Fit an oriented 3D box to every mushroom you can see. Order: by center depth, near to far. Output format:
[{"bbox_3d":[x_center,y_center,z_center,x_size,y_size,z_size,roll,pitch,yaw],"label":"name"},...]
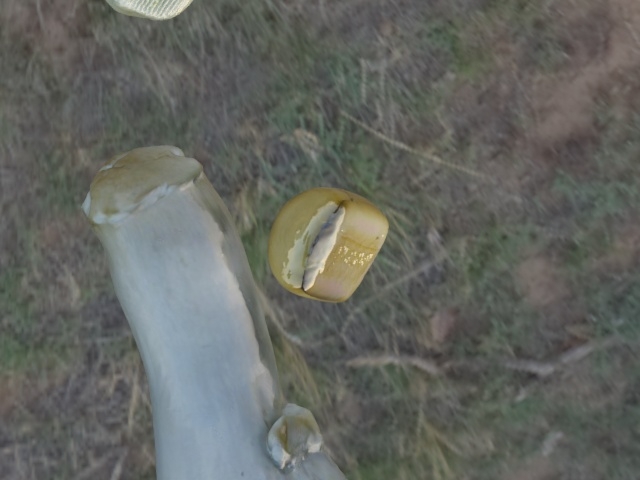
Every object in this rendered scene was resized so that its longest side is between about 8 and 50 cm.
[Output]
[{"bbox_3d":[-0.050,0.090,0.638,0.099,0.096,0.278,-16,85,30],"label":"mushroom"}]

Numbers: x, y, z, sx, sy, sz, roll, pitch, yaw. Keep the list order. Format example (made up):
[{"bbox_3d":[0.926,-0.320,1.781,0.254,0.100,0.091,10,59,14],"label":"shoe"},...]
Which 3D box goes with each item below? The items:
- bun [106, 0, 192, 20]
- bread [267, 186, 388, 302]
[{"bbox_3d":[-0.176,-0.280,1.380,0.115,0.069,0.115,-22,138,-21],"label":"bun"},{"bbox_3d":[0.000,0.000,0.950,0.056,0.115,0.082,29,98,22],"label":"bread"}]
